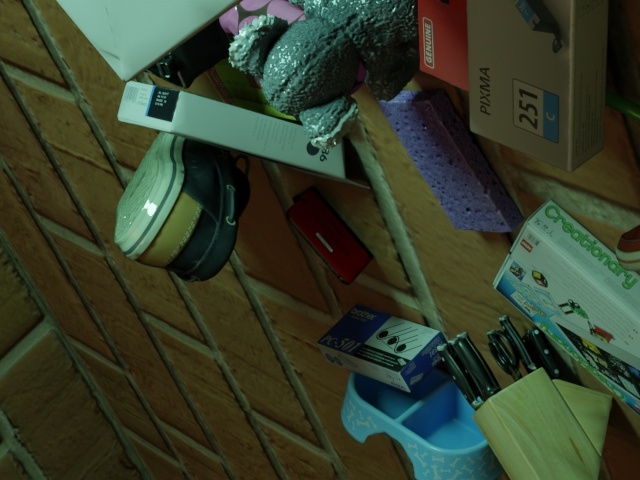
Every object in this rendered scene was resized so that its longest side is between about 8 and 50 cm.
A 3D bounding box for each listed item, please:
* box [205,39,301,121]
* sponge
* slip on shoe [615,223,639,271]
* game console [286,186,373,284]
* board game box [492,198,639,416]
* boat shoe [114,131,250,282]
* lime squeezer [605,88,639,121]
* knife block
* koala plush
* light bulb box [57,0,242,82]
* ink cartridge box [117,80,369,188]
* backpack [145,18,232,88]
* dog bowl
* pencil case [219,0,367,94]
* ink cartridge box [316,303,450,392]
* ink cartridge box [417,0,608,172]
[{"bbox_3d":[-0.065,-0.218,2.265,0.232,0.058,0.087,18,146,50],"label":"box"},{"bbox_3d":[0.162,-0.100,2.094,0.117,0.031,0.210,5,133,59],"label":"sponge"},{"bbox_3d":[0.399,-0.032,1.712,0.331,0.123,0.101,138,121,-73],"label":"slip on shoe"},{"bbox_3d":[0.000,0.000,2.486,0.144,0.124,0.085,49,131,-6],"label":"game console"},{"bbox_3d":[0.359,0.103,2.051,0.305,0.053,0.193,42,156,12],"label":"board game box"},{"bbox_3d":[-0.192,-0.066,2.399,0.156,0.187,0.500,30,-166,-12],"label":"boat shoe"},{"bbox_3d":[0.245,-0.165,1.807,0.310,0.059,0.110,17,143,49],"label":"lime squeezer"},{"bbox_3d":[0.260,0.248,2.242,0.242,0.276,0.088,16,157,-4],"label":"knife block"},{"bbox_3d":[0.013,-0.226,1.900,0.196,0.221,0.203,49,157,-4],"label":"koala plush"},{"bbox_3d":[-0.064,-0.376,1.546,0.225,0.361,0.358,51,148,-11],"label":"light bulb box"},{"bbox_3d":[-0.097,-0.146,2.290,0.332,0.065,0.165,16,180,-35],"label":"ink cartridge box"},{"bbox_3d":[-0.237,-0.337,2.200,0.253,0.191,0.225,19,145,43],"label":"backpack"},{"bbox_3d":[0.159,0.270,2.559,0.297,0.166,0.074,30,141,36],"label":"dog bowl"},{"bbox_3d":[-0.028,-0.254,2.109,0.209,0.095,0.098,35,-164,31],"label":"pencil case"},{"bbox_3d":[0.096,0.165,2.565,0.207,0.097,0.046,16,143,52],"label":"ink cartridge box"},{"bbox_3d":[0.175,-0.245,1.704,0.261,0.066,0.296,28,138,36],"label":"ink cartridge box"}]
